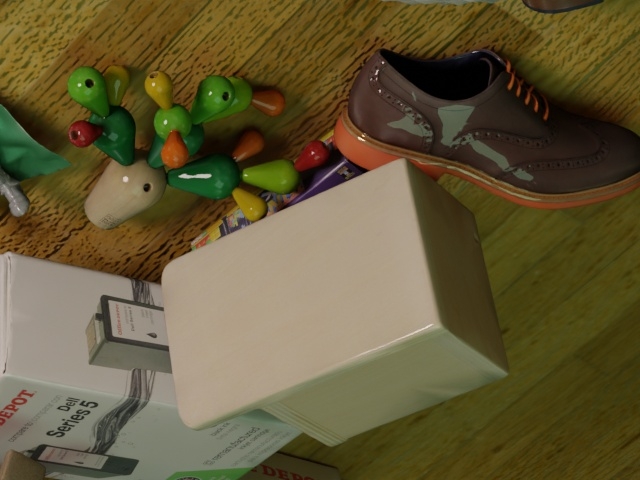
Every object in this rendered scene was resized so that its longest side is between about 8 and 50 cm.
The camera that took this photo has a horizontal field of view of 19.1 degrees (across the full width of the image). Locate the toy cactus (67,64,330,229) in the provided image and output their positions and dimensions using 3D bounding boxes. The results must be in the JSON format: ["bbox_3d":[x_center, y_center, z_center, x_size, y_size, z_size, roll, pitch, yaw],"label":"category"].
[{"bbox_3d":[-0.118,-0.060,1.491,0.219,0.112,0.180,13,140,-39],"label":"toy cactus"}]

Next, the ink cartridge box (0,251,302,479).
[{"bbox_3d":[-0.175,0.121,1.596,0.273,0.115,0.198,13,148,-27],"label":"ink cartridge box"}]

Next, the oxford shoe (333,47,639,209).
[{"bbox_3d":[0.152,-0.094,1.528,0.271,0.097,0.098,6,126,-20],"label":"oxford shoe"}]

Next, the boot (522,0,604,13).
[{"bbox_3d":[0.241,-0.248,1.406,0.219,0.082,0.106,-21,138,8],"label":"boot"}]

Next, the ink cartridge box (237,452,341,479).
[{"bbox_3d":[-0.069,0.337,1.739,0.226,0.306,0.131,19,126,-31],"label":"ink cartridge box"}]

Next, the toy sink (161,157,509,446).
[{"bbox_3d":[0.011,0.065,1.511,0.234,0.153,0.131,-24,147,22],"label":"toy sink"}]

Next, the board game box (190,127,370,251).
[{"bbox_3d":[0.000,0.000,1.609,0.170,0.048,0.141,-38,133,21],"label":"board game box"}]

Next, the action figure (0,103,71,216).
[{"bbox_3d":[-0.308,-0.095,1.425,0.137,0.063,0.232,-26,132,15],"label":"action figure"}]

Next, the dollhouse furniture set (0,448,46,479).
[{"bbox_3d":[-0.278,0.240,1.611,0.262,0.135,0.259,-6,149,39],"label":"dollhouse furniture set"}]

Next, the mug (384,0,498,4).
[{"bbox_3d":[0.087,-0.327,1.163,0.328,0.276,0.374,-11,109,36],"label":"mug"}]
